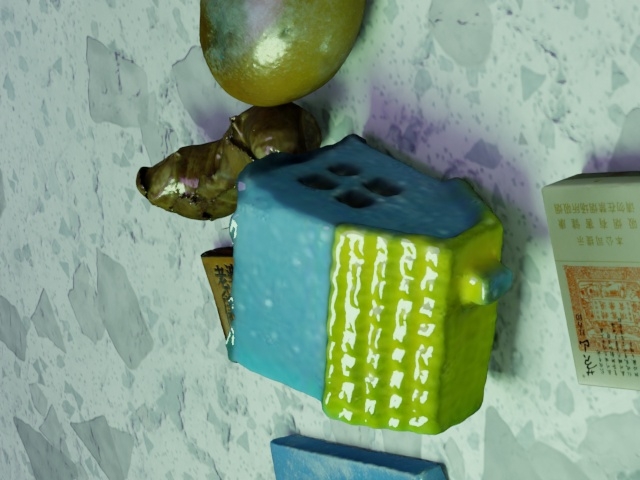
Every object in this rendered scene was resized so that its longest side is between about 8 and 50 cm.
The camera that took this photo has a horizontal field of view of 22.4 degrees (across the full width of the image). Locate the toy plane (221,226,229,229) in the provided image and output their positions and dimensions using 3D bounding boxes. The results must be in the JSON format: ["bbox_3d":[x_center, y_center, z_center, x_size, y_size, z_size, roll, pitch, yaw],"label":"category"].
[{"bbox_3d":[-0.078,-0.024,1.976,0.145,0.060,0.037,-11,96,70],"label":"toy plane"}]

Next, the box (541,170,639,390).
[{"bbox_3d":[0.288,0.037,1.499,0.141,0.058,0.201,2,107,54],"label":"box"}]

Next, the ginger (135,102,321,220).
[{"bbox_3d":[-0.094,-0.097,1.903,0.309,0.133,0.107,-23,70,48],"label":"ginger"}]

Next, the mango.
[{"bbox_3d":[-0.032,-0.285,1.722,0.193,0.146,0.316,42,129,23],"label":"mango"}]

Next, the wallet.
[{"bbox_3d":[-0.079,0.083,2.038,0.195,0.042,0.161,-1,105,54],"label":"wallet"}]

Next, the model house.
[{"bbox_3d":[0.063,0.049,1.689,0.303,0.215,0.237,28,126,41],"label":"model house"}]

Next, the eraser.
[{"bbox_3d":[0.052,0.324,1.967,0.312,0.042,0.144,1,105,54],"label":"eraser"}]
